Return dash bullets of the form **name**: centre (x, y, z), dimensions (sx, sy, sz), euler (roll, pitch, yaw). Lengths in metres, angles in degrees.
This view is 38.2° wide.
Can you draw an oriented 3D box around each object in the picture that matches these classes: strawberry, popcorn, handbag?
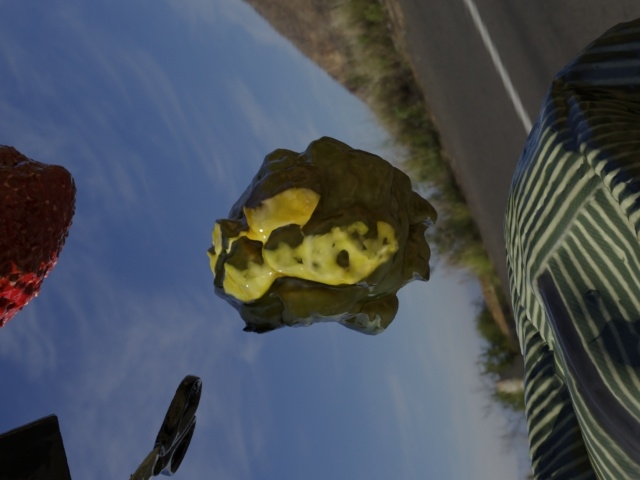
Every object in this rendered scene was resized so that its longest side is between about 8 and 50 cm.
- **strawberry**: centre (-0.419, -0.014, 1.126), dimensions (0.257, 0.277, 0.257), euler (30, 139, 31)
- **popcorn**: centre (0.000, 0.000, 1.016), dimensions (0.286, 0.252, 0.215), euler (163, 105, -79)
- **handbag**: centre (0.246, 0.057, 0.406), dimensions (0.247, 0.340, 0.240), euler (101, -178, -52)

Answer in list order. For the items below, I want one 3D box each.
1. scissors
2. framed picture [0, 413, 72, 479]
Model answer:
- **scissors**: centre (-0.166, 0.218, 0.896), dimensions (0.300, 0.022, 0.109), euler (-50, -27, -75)
- **framed picture**: centre (-0.472, 0.456, 1.365), dimensions (0.014, 0.255, 0.339), euler (5, 109, 50)
